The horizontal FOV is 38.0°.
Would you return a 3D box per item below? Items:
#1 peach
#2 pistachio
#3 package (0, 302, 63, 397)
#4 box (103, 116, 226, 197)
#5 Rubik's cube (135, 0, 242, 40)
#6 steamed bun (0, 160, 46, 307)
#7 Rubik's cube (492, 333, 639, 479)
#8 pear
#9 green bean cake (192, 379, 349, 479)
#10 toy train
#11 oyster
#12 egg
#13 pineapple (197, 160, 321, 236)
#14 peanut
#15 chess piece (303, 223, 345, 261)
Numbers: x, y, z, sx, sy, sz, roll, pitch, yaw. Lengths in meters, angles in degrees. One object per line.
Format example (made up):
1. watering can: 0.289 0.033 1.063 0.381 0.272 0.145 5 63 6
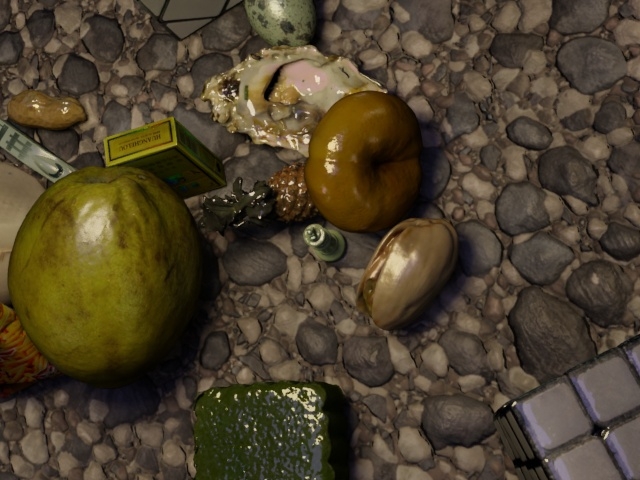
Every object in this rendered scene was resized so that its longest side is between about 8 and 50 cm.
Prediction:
1. peach: 0.076 -0.134 1.591 0.153 0.251 0.251 10 81 34
2. pistachio: 0.152 0.053 1.593 0.144 0.144 0.215 36 94 19
3. package: -0.595 0.193 1.710 0.223 0.288 0.109 -14 49 20
4. box: -0.280 -0.141 1.704 0.140 0.220 0.064 -16 68 13
5. Rubik's cube: -0.270 -0.549 1.792 0.205 0.207 0.205 -30 71 8
6. steamed bun: -0.653 0.018 1.760 0.309 0.309 0.310 -3 78 15
7. Rubik's cube: 0.474 0.318 1.312 0.344 0.337 0.344 -25 73 -3
8. pear: -0.370 0.057 1.611 0.351 0.352 0.414 21 124 19
9. green bean cake: -0.081 0.364 1.580 0.249 0.156 0.247 -7 76 14
10. toy train: -0.575 -0.170 1.883 0.233 0.051 0.052 34 94 19
11. oyster: -0.046 -0.267 1.738 0.354 0.107 0.201 16 104 6
12. egg: -0.072 -0.434 1.751 0.132 0.132 0.172 -29 78 8
13. pineapple: -0.106 -0.068 1.655 0.237 0.119 0.111 -14 42 -20
14. peanut: -0.557 -0.265 1.881 0.174 0.080 0.080 6 81 15
15. chess piece: 0.000 0.000 1.634 0.059 0.149 0.059 -3 80 16
